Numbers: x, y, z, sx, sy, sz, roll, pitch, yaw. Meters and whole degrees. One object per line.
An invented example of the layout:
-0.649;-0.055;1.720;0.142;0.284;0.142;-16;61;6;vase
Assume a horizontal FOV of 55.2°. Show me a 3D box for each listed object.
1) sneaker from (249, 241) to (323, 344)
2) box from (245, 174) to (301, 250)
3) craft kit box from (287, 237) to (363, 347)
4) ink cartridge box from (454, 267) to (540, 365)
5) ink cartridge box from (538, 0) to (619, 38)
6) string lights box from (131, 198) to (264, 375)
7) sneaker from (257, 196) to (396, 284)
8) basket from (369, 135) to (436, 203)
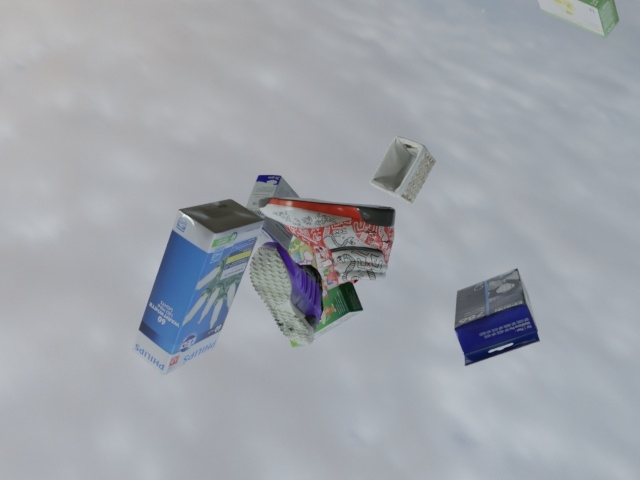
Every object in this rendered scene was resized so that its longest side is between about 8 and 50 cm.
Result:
-0.063;0.093;1.394;0.102;0.293;0.146;7;-135;29;sneaker
-0.112;-0.063;1.427;0.072;0.126;0.137;5;-115;31;box
-0.027;0.117;1.585;0.061;0.247;0.249;-5;-115;-41;craft kit box
0.390;0.162;1.378;0.065;0.166;0.332;64;-163;-9;ink cartridge box
0.517;-0.527;1.261;0.171;0.056;0.235;43;-170;33;ink cartridge box
-0.193;0.070;0.962;0.077;0.259;0.133;31;-157;19;string lights box
0.000;0.000;1.101;0.270;0.144;0.090;8;-172;24;sneaker
0.244;-0.203;1.793;0.113;0.167;0.103;30;180;39;basket
